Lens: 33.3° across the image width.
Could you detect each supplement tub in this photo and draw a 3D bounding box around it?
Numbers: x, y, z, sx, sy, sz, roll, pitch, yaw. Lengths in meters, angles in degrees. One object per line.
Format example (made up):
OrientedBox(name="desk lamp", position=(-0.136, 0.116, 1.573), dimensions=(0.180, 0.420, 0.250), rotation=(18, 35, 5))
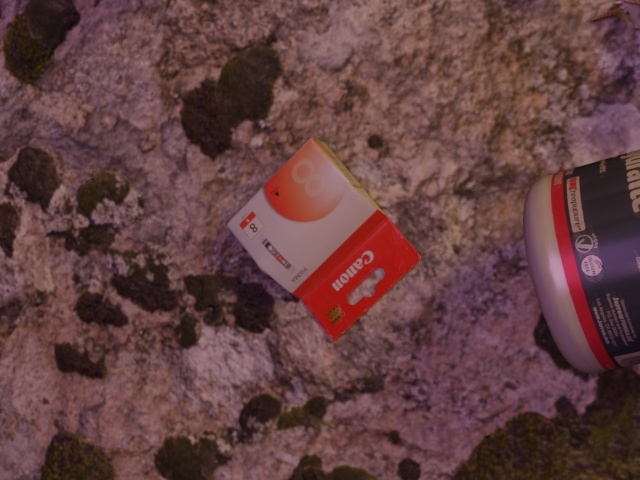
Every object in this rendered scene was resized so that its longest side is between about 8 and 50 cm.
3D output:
OrientedBox(name="supplement tub", position=(0.335, 0.002, 0.954), dimensions=(0.272, 0.191, 0.191), rotation=(-16, 83, 22))

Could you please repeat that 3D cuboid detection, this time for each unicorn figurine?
OrientedBox(name="unicorn figurine", position=(0.339, -0.200, 1.012), dimensions=(0.111, 0.162, 0.060), rotation=(36, 98, -8))

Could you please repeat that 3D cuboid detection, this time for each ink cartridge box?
OrientedBox(name="ink cartridge box", position=(0.000, 0.000, 1.180), dimensions=(0.145, 0.045, 0.179), rotation=(-45, 70, 17))
